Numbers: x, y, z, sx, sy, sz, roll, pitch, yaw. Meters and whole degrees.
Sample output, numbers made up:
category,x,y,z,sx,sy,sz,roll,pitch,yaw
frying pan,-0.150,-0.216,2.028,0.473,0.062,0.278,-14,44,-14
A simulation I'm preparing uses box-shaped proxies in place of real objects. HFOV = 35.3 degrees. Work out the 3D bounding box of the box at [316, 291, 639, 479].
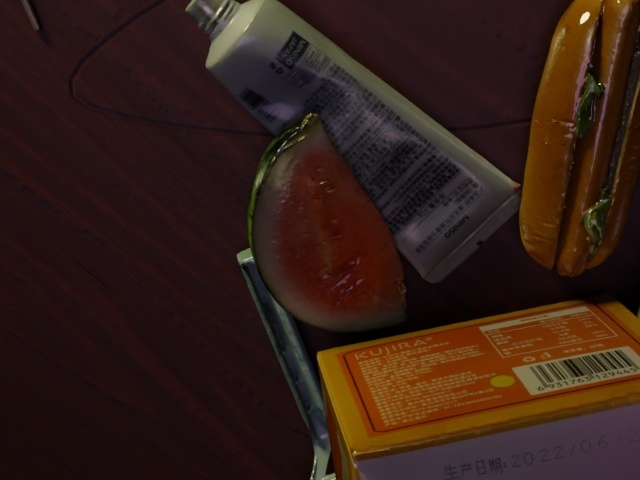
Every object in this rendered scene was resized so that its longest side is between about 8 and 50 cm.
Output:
category,x,y,z,sx,sy,sz,roll,pitch,yaw
box,0.160,0.215,0.871,0.283,0.214,0.260,-10,110,-4

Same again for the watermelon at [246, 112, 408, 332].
category,x,y,z,sx,sy,sz,roll,pitch,yaw
watermelon,0.002,0.003,0.888,0.119,0.063,0.245,-20,123,9

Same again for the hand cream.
category,x,y,z,sx,sy,sz,roll,pitch,yaw
hand cream,0.024,-0.100,0.873,0.340,0.078,0.124,38,108,-19

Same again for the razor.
category,x,y,z,sx,sy,sz,roll,pitch,yaw
razor,-0.017,0.134,0.973,0.111,0.056,0.278,-21,102,-1

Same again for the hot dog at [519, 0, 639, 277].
category,x,y,z,sx,sy,sz,roll,pitch,yaw
hot dog,0.228,-0.086,0.849,0.100,0.068,0.250,3,113,-4

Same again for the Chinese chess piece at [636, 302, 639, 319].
category,x,y,z,sx,sy,sz,roll,pitch,yaw
Chinese chess piece,0.406,0.089,0.893,0.250,0.097,0.251,1,111,3

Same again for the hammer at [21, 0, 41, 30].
category,x,y,z,sx,sy,sz,roll,pitch,yaw
hammer,-0.265,-0.232,0.862,0.035,0.019,0.110,-15,115,10
